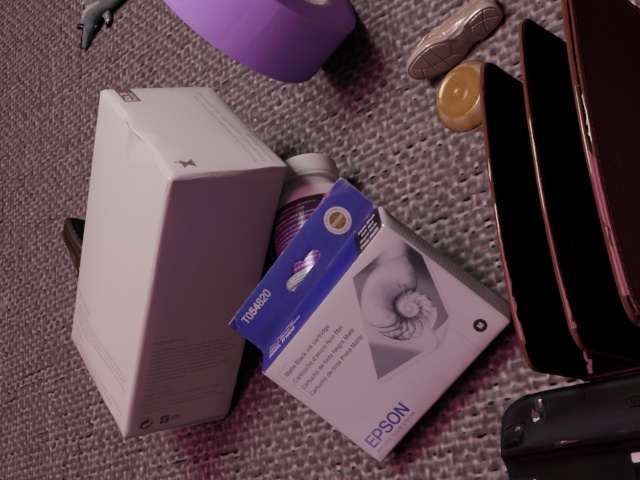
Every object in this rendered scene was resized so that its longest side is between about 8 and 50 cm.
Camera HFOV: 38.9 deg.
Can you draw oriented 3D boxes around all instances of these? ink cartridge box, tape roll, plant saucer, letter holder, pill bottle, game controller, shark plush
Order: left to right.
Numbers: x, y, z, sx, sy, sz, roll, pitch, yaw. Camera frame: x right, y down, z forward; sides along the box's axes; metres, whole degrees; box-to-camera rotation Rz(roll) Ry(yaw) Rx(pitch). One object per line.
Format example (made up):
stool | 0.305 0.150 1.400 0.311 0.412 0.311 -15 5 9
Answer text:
shark plush | -0.392 -0.403 1.594 0.067 0.073 0.161 44 108 10
tape roll | -0.089 -0.320 1.109 0.090 0.275 0.274 -47 51 26
pill bottle | 0.000 0.000 1.055 0.108 0.108 0.193 -33 58 35
ink cartridge box | 0.043 0.086 0.941 0.224 0.045 0.223 37 112 0
plant saucer | 0.159 -0.163 1.007 0.083 0.015 0.083 -14 69 42
letter holder | 0.219 -0.049 0.774 0.152 0.214 0.301 -21 65 40
game controller | 0.296 0.192 0.757 0.319 0.067 0.166 -20 80 40

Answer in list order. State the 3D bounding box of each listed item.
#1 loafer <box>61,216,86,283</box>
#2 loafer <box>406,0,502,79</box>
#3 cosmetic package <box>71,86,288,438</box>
loafer | -0.358 0.045 1.418 0.078 0.080 0.220 -55 48 19
loafer | 0.149 -0.230 1.022 0.125 0.045 0.039 -35 40 26
cosmetic package | -0.188 0.025 1.119 0.217 0.156 0.385 49 133 40
